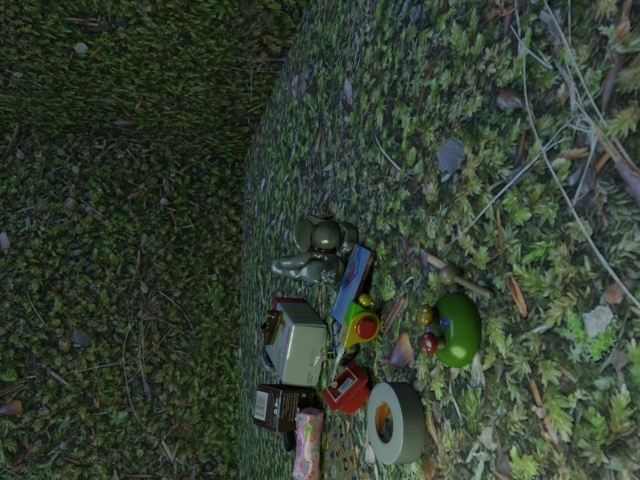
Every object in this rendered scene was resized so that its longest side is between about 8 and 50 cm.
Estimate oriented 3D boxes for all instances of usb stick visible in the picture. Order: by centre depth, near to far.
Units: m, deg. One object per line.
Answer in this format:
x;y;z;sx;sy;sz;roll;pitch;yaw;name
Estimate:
-0.172;0.895;2.375;0.278;0.045;0.077;-111;33;-51;usb stick

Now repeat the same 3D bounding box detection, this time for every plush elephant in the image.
-0.008;0.036;1.846;0.330;0.272;0.255;-178;100;-68;plush elephant

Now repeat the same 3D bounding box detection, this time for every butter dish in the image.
0.105;0.512;1.610;0.160;0.118;0.160;-43;16;-7;butter dish

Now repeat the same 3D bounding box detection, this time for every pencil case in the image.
-0.050;0.815;1.941;0.124;0.124;0.284;163;111;-69;pencil case

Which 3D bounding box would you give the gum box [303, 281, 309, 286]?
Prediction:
-0.039;0.106;2.231;0.157;0.041;0.184;138;133;-62;gum box

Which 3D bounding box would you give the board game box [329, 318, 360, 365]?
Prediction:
0.088;0.358;1.789;0.141;0.048;0.170;122;148;-48;board game box

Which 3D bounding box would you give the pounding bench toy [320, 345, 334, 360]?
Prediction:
0.040;0.437;1.874;0.083;0.065;0.052;135;137;-61;pounding bench toy

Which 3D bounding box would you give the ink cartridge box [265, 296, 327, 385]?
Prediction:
-0.119;0.442;2.179;0.384;0.160;0.279;-150;68;-69;ink cartridge box

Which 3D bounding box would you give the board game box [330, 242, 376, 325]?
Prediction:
0.114;0.158;1.727;0.281;0.027;0.145;-71;22;6;board game box

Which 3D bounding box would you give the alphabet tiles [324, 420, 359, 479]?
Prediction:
0.077;0.847;1.735;0.285;0.011;0.342;119;150;-48;alphabet tiles

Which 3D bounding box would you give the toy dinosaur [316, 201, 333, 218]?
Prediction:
0.004;-0.118;2.158;0.183;0.053;0.093;152;120;-67;toy dinosaur

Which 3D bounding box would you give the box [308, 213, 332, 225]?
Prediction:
0.000;0.000;2.066;0.164;0.021;0.201;22;117;54;box

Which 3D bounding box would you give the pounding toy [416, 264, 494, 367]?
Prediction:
0.292;0.189;1.163;0.183;0.110;0.237;-129;48;-63;pounding toy

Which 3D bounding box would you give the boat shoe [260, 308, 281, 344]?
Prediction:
-0.233;0.388;2.172;0.073;0.073;0.207;-111;33;-53;boat shoe

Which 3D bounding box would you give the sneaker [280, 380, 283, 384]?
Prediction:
-0.156;0.744;2.309;0.227;0.087;0.130;-102;19;-53;sneaker

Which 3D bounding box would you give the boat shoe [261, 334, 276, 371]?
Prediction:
-0.262;0.559;2.630;0.105;0.113;0.306;95;176;-46;boat shoe

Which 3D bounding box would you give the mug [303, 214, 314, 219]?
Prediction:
-0.055;-0.083;2.330;0.064;0.078;0.062;-100;-9;-59;mug

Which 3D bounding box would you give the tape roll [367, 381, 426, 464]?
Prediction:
0.209;0.512;1.364;0.219;0.072;0.219;-174;90;-70;tape roll

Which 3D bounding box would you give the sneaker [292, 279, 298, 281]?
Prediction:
-0.125;0.145;2.410;0.065;0.076;0.166;-101;26;-42;sneaker

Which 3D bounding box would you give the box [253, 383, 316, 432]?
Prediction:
-0.151;0.704;2.048;0.167;0.203;0.168;-6;75;46;box

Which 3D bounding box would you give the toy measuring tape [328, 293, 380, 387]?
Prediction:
0.120;0.332;1.589;0.121;0.121;0.330;-141;65;-67;toy measuring tape
